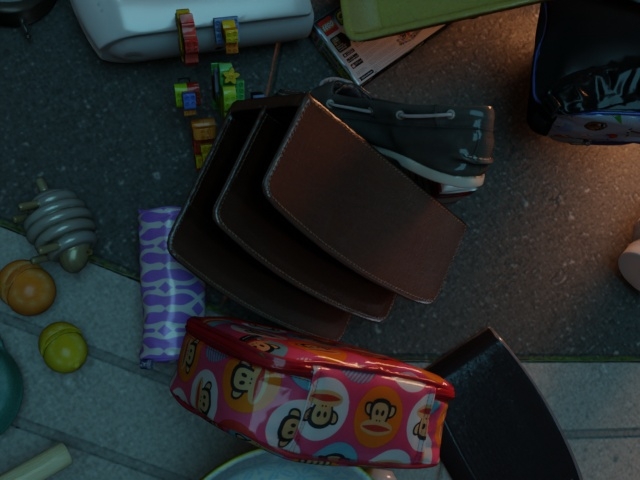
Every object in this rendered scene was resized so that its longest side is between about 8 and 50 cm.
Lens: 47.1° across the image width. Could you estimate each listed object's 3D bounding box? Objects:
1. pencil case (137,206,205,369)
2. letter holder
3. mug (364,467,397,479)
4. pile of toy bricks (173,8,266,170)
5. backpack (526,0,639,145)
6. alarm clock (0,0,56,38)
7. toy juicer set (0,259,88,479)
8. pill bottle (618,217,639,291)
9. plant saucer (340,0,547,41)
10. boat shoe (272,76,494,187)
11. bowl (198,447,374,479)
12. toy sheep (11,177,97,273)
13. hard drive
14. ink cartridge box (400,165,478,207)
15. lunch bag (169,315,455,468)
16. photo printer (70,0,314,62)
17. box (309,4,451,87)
[{"bbox_3d":[-0.190,0.058,0.925,0.086,0.088,0.206,11,76,-50],"label":"pencil case"},{"bbox_3d":[0.000,0.000,0.879,0.302,0.152,0.214,34,74,-36],"label":"letter holder"},{"bbox_3d":[0.067,0.329,0.953,0.078,0.062,0.064,15,70,-18],"label":"mug"},{"bbox_3d":[-0.120,-0.179,0.921,0.118,0.105,0.212,-10,121,-14],"label":"pile of toy bricks"},{"bbox_3d":[0.438,-0.249,1.039,0.264,0.213,0.276,7,80,19],"label":"backpack"},{"bbox_3d":[-0.403,-0.366,0.952,0.129,0.064,0.192,15,75,-11],"label":"alarm clock"},{"bbox_3d":[-0.381,0.174,0.861,0.209,0.089,0.328,-3,73,-27],"label":"toy juicer set"},{"bbox_3d":[0.548,-0.019,1.093,0.221,0.124,0.124,-41,92,-17],"label":"pill bottle"},{"bbox_3d":[0.183,-0.432,1.016,0.333,0.081,0.332,-10,71,10],"label":"plant saucer"},{"bbox_3d":[0.073,-0.161,0.925,0.112,0.335,0.095,-11,119,-49],"label":"boat shoe"},{"bbox_3d":[-0.056,0.379,0.863,0.290,0.156,0.289,2,81,-14],"label":"bowl"},{"bbox_3d":[-0.323,-0.020,0.901,0.091,0.091,0.132,-23,82,-16],"label":"toy sheep"},{"bbox_3d":[0.246,0.265,1.008,0.172,0.054,0.254,-29,89,-16],"label":"hard drive"},{"bbox_3d":[0.157,-0.099,1.005,0.056,0.135,0.099,-8,82,-12],"label":"ink cartridge box"},{"bbox_3d":[-0.019,0.172,0.861,0.293,0.258,0.120,17,85,-32],"label":"lunch bag"},{"bbox_3d":[-0.185,-0.374,0.980,0.308,0.107,0.255,-11,84,-15],"label":"photo printer"},{"bbox_3d":[0.095,-0.318,1.076,0.207,0.036,0.114,-37,91,-16],"label":"box"}]
